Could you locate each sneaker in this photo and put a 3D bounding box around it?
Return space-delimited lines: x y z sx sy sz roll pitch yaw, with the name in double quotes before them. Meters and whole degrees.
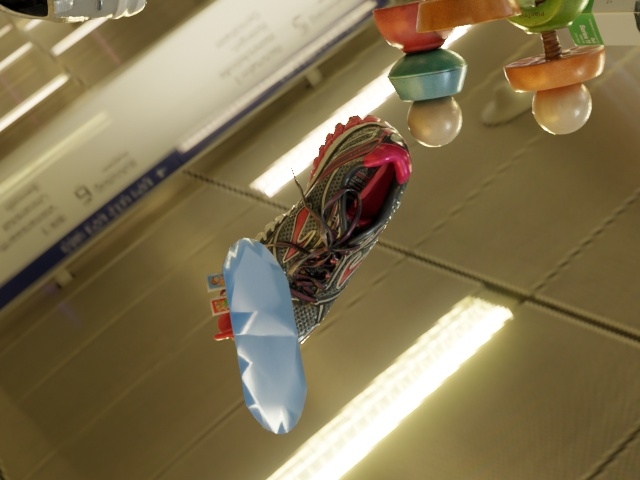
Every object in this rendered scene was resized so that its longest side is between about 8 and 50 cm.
"sneaker" -0.298 -0.272 1.057 0.281 0.105 0.115 19 -148 33
"sneaker" 0.000 0.000 1.261 0.299 0.121 0.112 -63 -159 13

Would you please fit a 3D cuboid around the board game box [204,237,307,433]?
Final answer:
"board game box" -0.059 0.084 0.957 0.033 0.169 0.133 -13 171 20

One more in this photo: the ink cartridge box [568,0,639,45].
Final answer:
"ink cartridge box" 0.491 -0.376 1.684 0.208 0.087 0.153 7 -116 32

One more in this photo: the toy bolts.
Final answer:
"toy bolts" 0.153 -0.171 1.137 0.228 0.158 0.218 0 -164 43
